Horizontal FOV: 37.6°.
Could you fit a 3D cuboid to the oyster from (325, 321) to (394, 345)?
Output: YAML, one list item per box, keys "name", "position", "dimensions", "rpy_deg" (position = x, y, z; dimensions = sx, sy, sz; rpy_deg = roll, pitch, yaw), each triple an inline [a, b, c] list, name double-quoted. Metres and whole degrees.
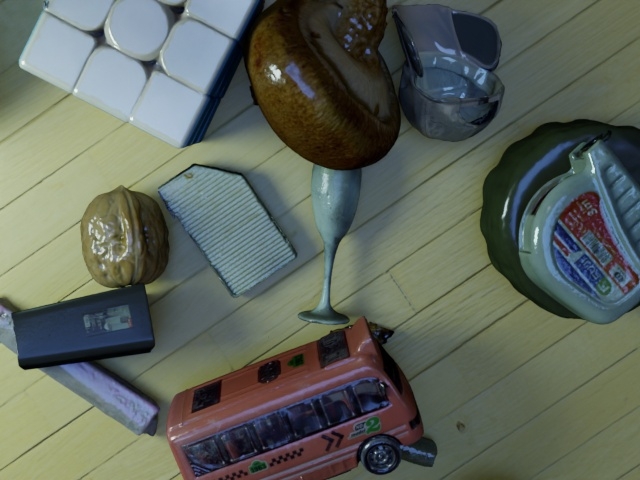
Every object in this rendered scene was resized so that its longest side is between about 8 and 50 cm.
- name: "oyster"
  position: [0.067, 0.187, 1.771]
  dimensions: [0.132, 0.029, 0.086]
  rpy_deg: [-40, 97, 4]

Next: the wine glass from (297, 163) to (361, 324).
- name: "wine glass"
  position: [0.000, 0.000, 1.630]
  dimensions: [0.096, 0.264, 0.310]
  rpy_deg: [7, 97, 13]

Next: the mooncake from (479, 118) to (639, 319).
- name: "mooncake"
  position: [0.467, -0.040, 1.681]
  dimensions: [0.356, 0.194, 0.357]
  rpy_deg: [-1, 101, -3]

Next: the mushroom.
- name: "mushroom"
  position: [0.020, -0.295, 1.553]
  dimensions: [0.259, 0.345, 0.345]
  rpy_deg: [-35, 98, 27]

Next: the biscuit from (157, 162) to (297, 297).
- name: "biscuit"
  position: [-0.170, -0.033, 1.723]
  dimensions: [0.150, 0.052, 0.252]
  rpy_deg: [-36, 99, -2]

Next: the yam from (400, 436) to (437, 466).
- name: "yam"
  position: [0.154, 0.390, 1.790]
  dimensions: [0.132, 0.054, 0.054]
  rpy_deg: [15, 96, -3]

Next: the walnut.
- name: "walnut"
  position: [-0.346, -0.007, 1.670]
  dimensions: [0.155, 0.155, 0.184]
  rpy_deg: [-7, 94, -2]

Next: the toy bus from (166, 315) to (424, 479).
- name: "toy bus"
  position: [-0.047, 0.315, 1.678]
  dimensions: [0.426, 0.203, 0.233]
  rpy_deg: [-21, 108, 3]

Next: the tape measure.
- name: "tape measure"
  position: [0.443, -0.008, 1.527]
  dimensions: [0.246, 0.125, 0.243]
  rpy_deg: [-41, 93, 1]

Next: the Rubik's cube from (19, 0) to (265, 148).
- name: "Rubik's cube"
  position: [-0.277, -0.344, 1.561]
  dimensions: [0.291, 0.290, 0.292]
  rpy_deg: [25, 96, -5]

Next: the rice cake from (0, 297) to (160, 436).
- name: "rice cake"
  position: [-0.460, 0.235, 1.737]
  dimensions: [0.399, 0.064, 0.070]
  rpy_deg: [35, 87, -6]

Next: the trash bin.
- name: "trash bin"
  position: [-0.414, 0.156, 1.648]
  dimensions: [0.225, 0.165, 0.115]
  rpy_deg: [-9, 82, -14]

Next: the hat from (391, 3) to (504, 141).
- name: "hat"
  position: [0.205, -0.302, 1.656]
  dimensions: [0.232, 0.161, 0.275]
  rpy_deg: [-12, 75, -41]
